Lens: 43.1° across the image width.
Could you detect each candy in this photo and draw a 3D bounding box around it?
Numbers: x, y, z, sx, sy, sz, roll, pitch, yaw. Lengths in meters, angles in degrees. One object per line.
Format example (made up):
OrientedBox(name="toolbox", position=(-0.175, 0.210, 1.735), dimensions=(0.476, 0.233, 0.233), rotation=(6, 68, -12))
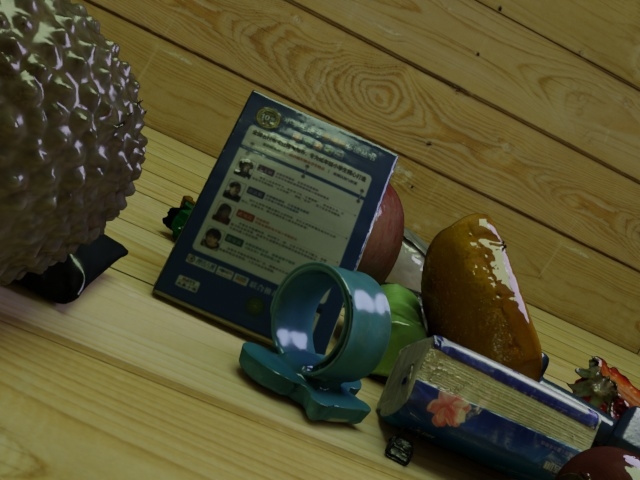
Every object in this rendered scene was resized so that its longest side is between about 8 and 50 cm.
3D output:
OrientedBox(name="candy", position=(0.127, 0.165, 1.546), dimensions=(0.142, 0.132, 0.343), rotation=(34, 8, -1))
OrientedBox(name="candy", position=(0.235, 0.081, 2.226), dimensions=(0.295, 0.185, 0.295), rotation=(42, 5, -5))

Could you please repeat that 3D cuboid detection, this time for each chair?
OrientedBox(name="chair", position=(0.109, 0.283, 1.103), dimensions=(0.037, 0.042, 0.086), rotation=(28, -27, 8))

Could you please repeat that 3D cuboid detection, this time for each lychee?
OrientedBox(name="lychee", position=(-0.394, -0.129, 0.890), dimensions=(0.380, 0.380, 0.432), rotation=(32, 13, 38))

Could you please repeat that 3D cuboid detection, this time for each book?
OrientedBox(name="book", position=(-0.063, -0.036, 1.384), dimensions=(0.300, 0.428, 0.039), rotation=(24, -27, -3))

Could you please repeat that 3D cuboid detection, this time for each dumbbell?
OrientedBox(name="dumbbell", position=(0.485, 0.328, 1.564), dimensions=(0.324, 0.160, 0.144), rotation=(30, 31, 22))

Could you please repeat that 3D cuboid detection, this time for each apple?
OrientedBox(name="apple", position=(0.000, 0.000, 1.584), dimensions=(0.344, 0.270, 0.345), rotation=(-3, -16, -1))

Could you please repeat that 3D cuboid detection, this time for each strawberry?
OrientedBox(name="strawberry", position=(0.647, 0.388, 1.739), dimensions=(0.280, 0.150, 0.253), rotation=(29, 18, -34))

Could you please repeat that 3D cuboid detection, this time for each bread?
OrientedBox(name="bread", position=(0.268, 0.138, 1.431), dimensions=(0.328, 0.148, 0.337), rotation=(71, 3, -68))

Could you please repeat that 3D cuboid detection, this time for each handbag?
OrientedBox(name="handbag", position=(-0.397, -0.003, 1.145), dimensions=(0.211, 0.089, 0.254), rotation=(28, 12, -5))

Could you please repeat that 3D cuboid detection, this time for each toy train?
OrientedBox(name="toy train", position=(-0.247, -0.019, 1.699), dimensions=(0.227, 0.091, 0.136), rotation=(31, 20, 30))

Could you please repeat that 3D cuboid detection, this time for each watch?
OrientedBox(name="watch", position=(0.013, 0.135, 1.154), dimensions=(0.211, 0.193, 0.211), rotation=(23, 8, -4))

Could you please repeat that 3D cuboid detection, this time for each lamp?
OrientedBox(name="lamp", position=(0.400, 0.366, 1.032), dimensions=(0.258, 0.180, 0.180), rotation=(24, 8, -25))

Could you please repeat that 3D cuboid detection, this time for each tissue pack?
OrientedBox(name="tissue pack", position=(0.234, 0.255, 1.186), dimensions=(0.269, 0.137, 0.209), rotation=(27, -18, -3))

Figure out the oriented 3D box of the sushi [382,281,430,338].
OrientedBox(name="sushi", position=(0.237, 0.178, 1.789), dimensions=(0.332, 0.130, 0.124), rotation=(23, 6, -15))
